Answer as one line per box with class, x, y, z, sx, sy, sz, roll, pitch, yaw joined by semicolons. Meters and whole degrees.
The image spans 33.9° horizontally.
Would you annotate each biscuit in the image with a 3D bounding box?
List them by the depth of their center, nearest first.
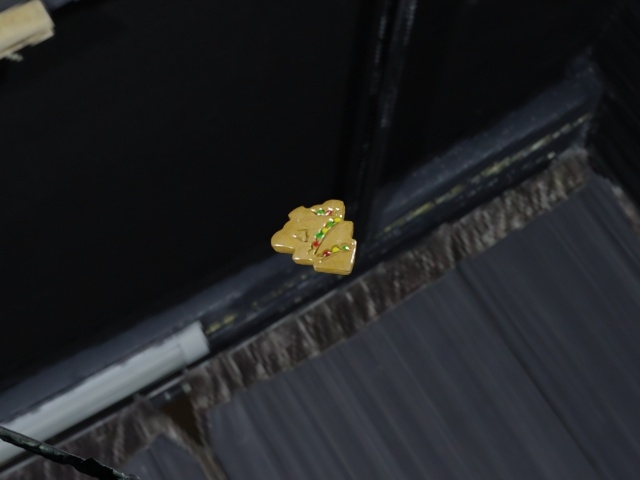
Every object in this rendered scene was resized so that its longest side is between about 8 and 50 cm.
biscuit;0.000;0.000;0.995;0.082;0.092;0.016;-29;-37;-13

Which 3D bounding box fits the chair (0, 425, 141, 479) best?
chair;-0.201;0.163;0.454;0.221;0.145;0.140;13;-93;-65
